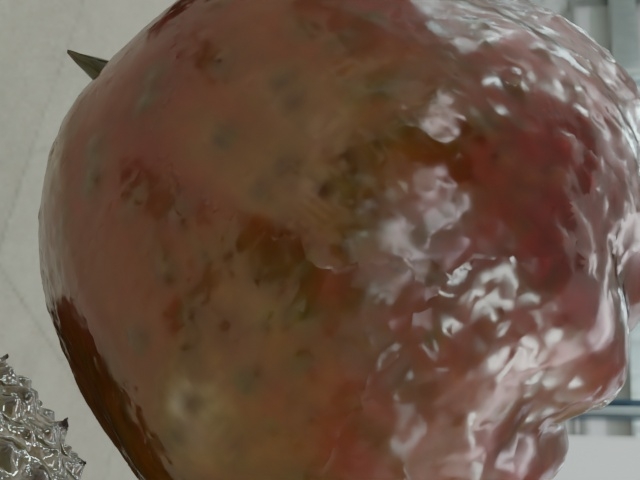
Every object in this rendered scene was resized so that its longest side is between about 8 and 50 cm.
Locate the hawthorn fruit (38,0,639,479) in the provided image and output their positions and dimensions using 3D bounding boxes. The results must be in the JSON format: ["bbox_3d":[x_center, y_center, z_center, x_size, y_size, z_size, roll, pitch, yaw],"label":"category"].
[{"bbox_3d":[0.000,0.000,0.710,0.403,0.402,0.403,-1,90,-79],"label":"hawthorn fruit"}]

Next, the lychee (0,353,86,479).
[{"bbox_3d":[-0.355,0.269,0.896,0.432,0.380,0.380,-85,168,-45],"label":"lychee"}]
